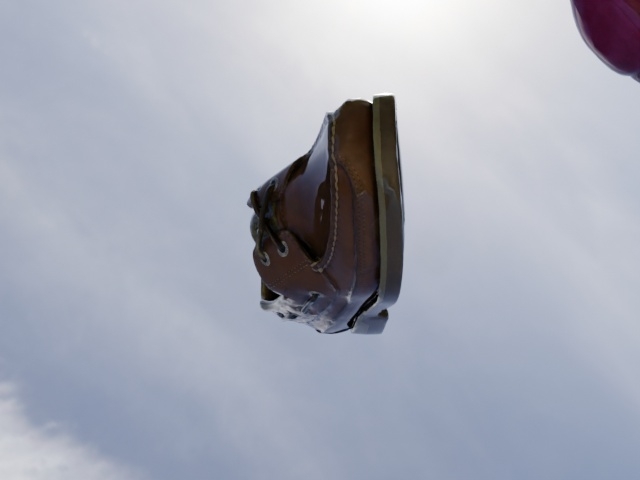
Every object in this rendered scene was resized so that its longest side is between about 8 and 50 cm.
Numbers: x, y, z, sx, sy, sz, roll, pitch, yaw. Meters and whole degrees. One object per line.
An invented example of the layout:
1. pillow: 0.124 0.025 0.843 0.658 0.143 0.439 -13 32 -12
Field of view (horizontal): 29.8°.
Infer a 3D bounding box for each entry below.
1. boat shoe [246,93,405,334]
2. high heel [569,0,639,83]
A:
1. boat shoe: 0.000 0.000 0.826 0.104 0.307 0.111 2 -115 0
2. high heel: 0.256 -0.199 0.830 0.181 0.127 0.377 49 -152 -9
